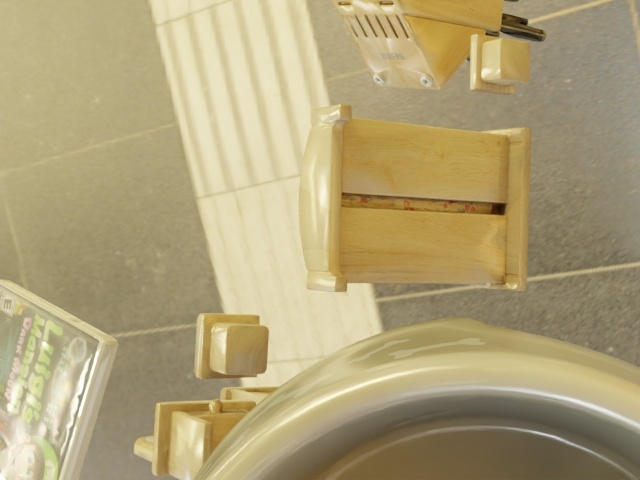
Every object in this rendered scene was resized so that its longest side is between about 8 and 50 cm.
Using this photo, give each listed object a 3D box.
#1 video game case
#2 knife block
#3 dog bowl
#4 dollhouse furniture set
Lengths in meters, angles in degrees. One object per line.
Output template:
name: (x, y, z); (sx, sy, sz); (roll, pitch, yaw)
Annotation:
video game case: (-0.273, 0.152, 0.932); (0.173, 0.022, 0.190); (21, 96, 36)
knife block: (0.124, -0.276, 0.992); (0.088, 0.242, 0.276); (12, 145, 46)
dog bowl: (0.073, 0.203, 0.436); (0.348, 0.102, 0.349); (-1, 83, 10)
dollhouse furniture set: (0.000, 0.000, 0.821); (0.173, 0.303, 0.356); (1, 88, 56)
